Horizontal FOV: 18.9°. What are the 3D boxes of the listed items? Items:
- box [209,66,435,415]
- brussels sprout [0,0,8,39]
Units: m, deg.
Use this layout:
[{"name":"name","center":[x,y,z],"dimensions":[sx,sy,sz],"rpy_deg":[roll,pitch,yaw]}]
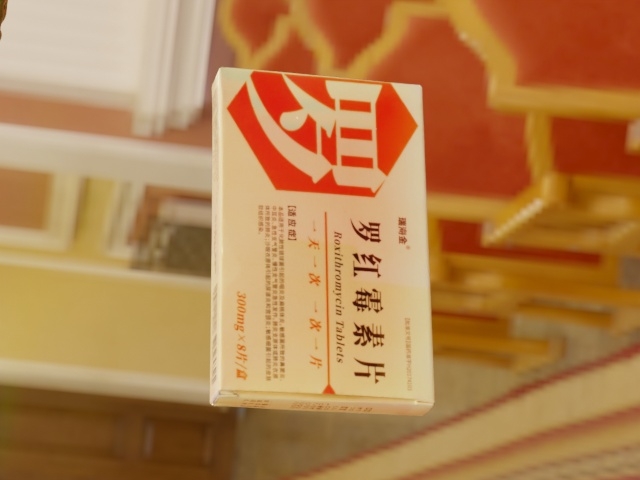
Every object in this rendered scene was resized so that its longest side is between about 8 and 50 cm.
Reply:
[{"name":"box","center":[0.000,0.000,0.508],"dimensions":[0.015,0.058,0.093],"rpy_deg":[124,147,-64]},{"name":"brussels sprout","center":[-0.308,-0.178,1.292],"dimensions":[0.161,0.223,0.223],"rpy_deg":[29,-118,-60]}]
